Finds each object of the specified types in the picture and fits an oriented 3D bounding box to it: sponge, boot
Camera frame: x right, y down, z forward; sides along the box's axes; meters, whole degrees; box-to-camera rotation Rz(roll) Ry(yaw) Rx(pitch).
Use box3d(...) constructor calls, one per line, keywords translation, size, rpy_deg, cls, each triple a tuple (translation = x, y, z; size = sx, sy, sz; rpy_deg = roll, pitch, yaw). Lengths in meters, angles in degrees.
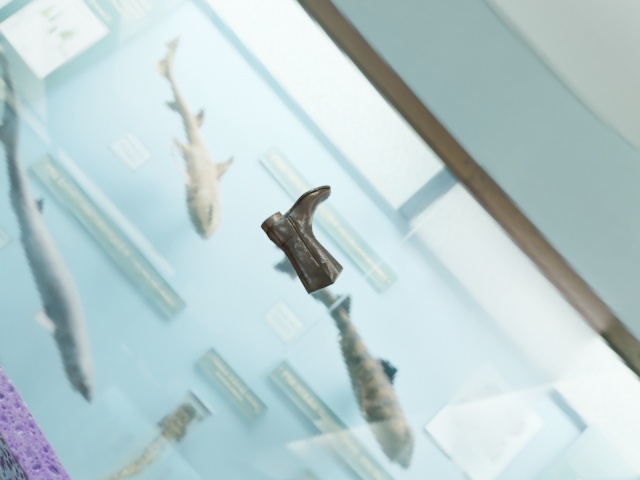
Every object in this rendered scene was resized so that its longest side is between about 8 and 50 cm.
box3d(translation=(-0.252, 0.157, 0.819), size=(0.210, 0.031, 0.117), rpy_deg=(56, -29, 8), cls="sponge")
box3d(translation=(0.000, 0.000, 1.219), size=(0.114, 0.106, 0.037), rpy_deg=(51, -15, 18), cls="boot")
